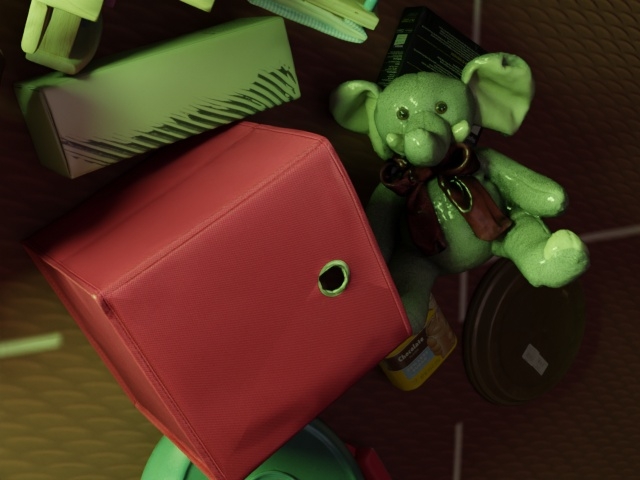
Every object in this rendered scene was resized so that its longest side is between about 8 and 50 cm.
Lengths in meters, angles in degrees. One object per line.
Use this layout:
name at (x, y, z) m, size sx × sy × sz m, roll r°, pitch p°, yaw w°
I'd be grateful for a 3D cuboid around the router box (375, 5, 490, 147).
router box at (0.166, -0.220, 1.093) m, size 0.178 × 0.046 × 0.133 m, roll 24°, pitch 87°, yaw -35°

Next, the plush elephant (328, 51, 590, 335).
plush elephant at (0.146, -0.089, 0.965) m, size 0.271 × 0.330 × 0.255 m, roll -17°, pitch 122°, yaw 17°

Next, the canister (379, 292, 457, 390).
canister at (0.112, 0.113, 1.112) m, size 0.126 × 0.073 × 0.170 m, roll -44°, pitch 122°, yaw -19°

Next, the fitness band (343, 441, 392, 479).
fitness band at (0.033, 0.410, 1.097) m, size 0.209 × 0.054 × 0.291 m, roll -49°, pitch 123°, yaw -37°

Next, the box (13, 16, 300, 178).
box at (-0.166, -0.159, 0.840) m, size 0.275 × 0.113 × 0.094 m, roll -25°, pitch 115°, yaw -27°

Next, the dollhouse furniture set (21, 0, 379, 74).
dollhouse furniture set at (-0.089, -0.200, 0.721) m, size 0.303 × 0.286 × 0.198 m, roll 18°, pitch 129°, yaw -20°

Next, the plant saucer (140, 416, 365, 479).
plant saucer at (-0.061, 0.330, 0.945) m, size 0.317 × 0.043 × 0.318 m, roll 17°, pitch 55°, yaw -25°

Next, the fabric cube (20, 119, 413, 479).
fabric cube at (-0.108, 0.049, 0.832) m, size 0.258 × 0.259 × 0.254 m, roll -37°, pitch 119°, yaw -22°

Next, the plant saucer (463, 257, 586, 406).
plant saucer at (0.346, 0.143, 1.300) m, size 0.277 × 0.041 × 0.278 m, roll -9°, pitch 106°, yaw -34°

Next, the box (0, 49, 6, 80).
box at (-0.382, -0.115, 0.590) m, size 0.203 × 0.168 × 0.167 m, roll 8°, pitch 76°, yaw 4°
